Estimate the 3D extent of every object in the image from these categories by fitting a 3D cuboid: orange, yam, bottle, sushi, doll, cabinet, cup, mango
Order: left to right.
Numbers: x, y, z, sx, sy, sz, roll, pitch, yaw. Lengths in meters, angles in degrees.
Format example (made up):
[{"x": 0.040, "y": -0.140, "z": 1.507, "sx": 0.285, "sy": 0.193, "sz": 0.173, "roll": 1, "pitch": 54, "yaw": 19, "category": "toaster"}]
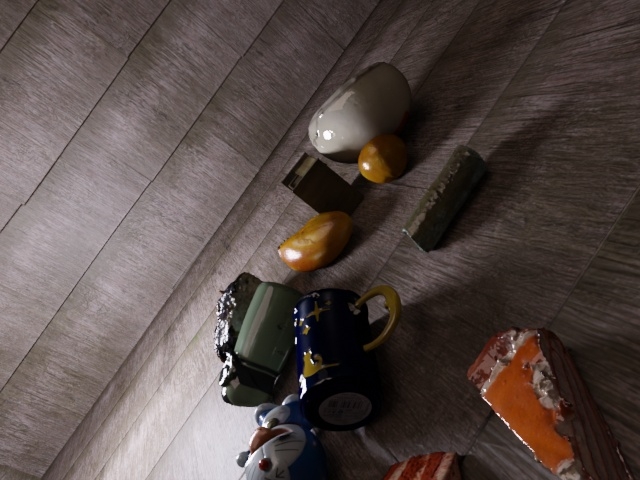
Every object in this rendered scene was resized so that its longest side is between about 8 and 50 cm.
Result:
[{"x": -0.260, "y": 0.248, "z": 1.457, "sx": 0.182, "sy": 0.196, "sz": 0.343, "roll": -37, "pitch": 28, "yaw": 20, "category": "sushi"}, {"x": -0.160, "y": 0.296, "z": 1.238, "sx": 0.168, "sy": 0.168, "sz": 0.347, "roll": -16, "pitch": 46, "yaw": 55, "category": "bottle"}, {"x": -0.071, "y": 0.422, "z": 0.911, "sx": 0.215, "sy": 0.161, "sz": 0.257, "roll": -27, "pitch": 21, "yaw": -2, "category": "doll"}, {"x": 0.000, "y": 0.000, "z": 1.381, "sx": 0.257, "sy": 0.138, "sz": 0.187, "roll": -21, "pitch": 30, "yaw": 48, "category": "mango"}, {"x": 0.007, "y": -0.177, "z": 1.504, "sx": 0.148, "sy": 0.215, "sz": 0.175, "roll": -52, "pitch": 23, "yaw": 4, "category": "cabinet"}, {"x": 0.044, "y": 0.213, "z": 0.906, "sx": 0.256, "sy": 0.178, "sz": 0.255, "roll": -98, "pitch": 22, "yaw": -56, "category": "cup"}, {"x": 0.194, "y": -0.245, "z": 1.345, "sx": 0.158, "sy": 0.136, "sz": 0.159, "roll": -32, "pitch": -15, "yaw": -10, "category": "orange"}, {"x": 0.285, "y": -0.094, "z": 1.025, "sx": 0.259, "sy": 0.093, "sz": 0.093, "roll": -55, "pitch": 23, "yaw": -2, "category": "yam"}]

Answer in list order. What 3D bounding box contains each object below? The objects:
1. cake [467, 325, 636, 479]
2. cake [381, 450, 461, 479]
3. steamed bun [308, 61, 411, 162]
[{"x": 0.300, "y": 0.213, "z": 0.559, "sx": 0.135, "sy": 0.098, "sz": 0.287, "roll": -49, "pitch": 23, "yaw": 12, "category": "cake"}, {"x": 0.145, "y": 0.439, "z": 0.609, "sx": 0.158, "sy": 0.160, "sz": 0.262, "roll": -37, "pitch": -6, "yaw": 35, "category": "cake"}, {"x": 0.152, "y": -0.405, "z": 1.489, "sx": 0.374, "sy": 0.241, "sz": 0.374, "roll": -42, "pitch": 2, "yaw": 2, "category": "steamed bun"}]
